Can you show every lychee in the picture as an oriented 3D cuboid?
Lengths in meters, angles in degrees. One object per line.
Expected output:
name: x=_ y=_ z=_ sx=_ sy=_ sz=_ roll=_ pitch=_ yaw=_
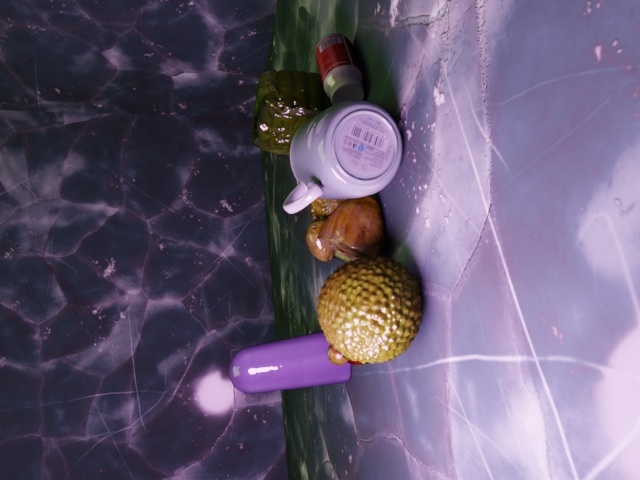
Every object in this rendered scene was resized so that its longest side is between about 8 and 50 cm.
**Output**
lychee: x=0.119 y=0.167 z=1.072 sx=0.320 sy=0.269 sz=0.270 roll=58 pitch=-153 yaw=-81

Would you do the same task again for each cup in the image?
cup: x=0.037 y=-0.207 z=1.176 sx=0.259 sy=0.357 sz=0.274 roll=46 pitch=170 yaw=-15

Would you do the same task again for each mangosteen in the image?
mangosteen: x=0.098 y=0.294 z=1.302 sx=0.200 sy=0.199 sz=0.200 roll=177 pitch=90 yaw=-75

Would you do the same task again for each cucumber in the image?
cucumber: x=0.092 y=0.040 z=1.573 sx=0.220 sy=0.046 sz=0.071 roll=-165 pitch=75 yaw=-73

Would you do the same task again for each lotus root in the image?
lotus root: x=0.120 y=-0.033 z=1.290 sx=0.188 sy=0.199 sz=0.180 roll=16 pitch=77 yaw=37

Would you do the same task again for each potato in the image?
potato: x=0.000 y=0.000 z=1.759 sx=0.137 sy=0.137 sz=0.176 roll=172 pitch=93 yaw=-75

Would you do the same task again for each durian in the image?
durian: x=0.038 y=-0.166 z=1.590 sx=0.208 sy=0.102 sz=0.147 roll=-154 pitch=57 yaw=-63

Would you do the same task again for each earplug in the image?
earplug: x=-0.121 y=0.474 z=1.659 sx=0.215 sy=0.455 sz=0.215 roll=175 pitch=90 yaw=-74

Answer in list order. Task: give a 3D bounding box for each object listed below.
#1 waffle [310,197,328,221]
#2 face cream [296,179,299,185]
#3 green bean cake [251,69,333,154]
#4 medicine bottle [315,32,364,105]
waffle: x=-0.004 y=-0.182 z=1.891 sx=0.232 sy=0.051 sz=0.229 roll=114 pitch=153 yaw=-58
face cream: x=-0.054 y=-0.367 z=1.879 sx=0.105 sy=0.104 sz=0.349 roll=102 pitch=169 yaw=-45
green bean cake: x=-0.092 y=-0.465 z=1.658 sx=0.319 sy=0.334 sz=0.218 roll=110 pitch=163 yaw=-61
medicine bottle: x=0.063 y=-0.549 z=1.405 sx=0.131 sy=0.131 sz=0.250 roll=110 pitch=153 yaw=-56
